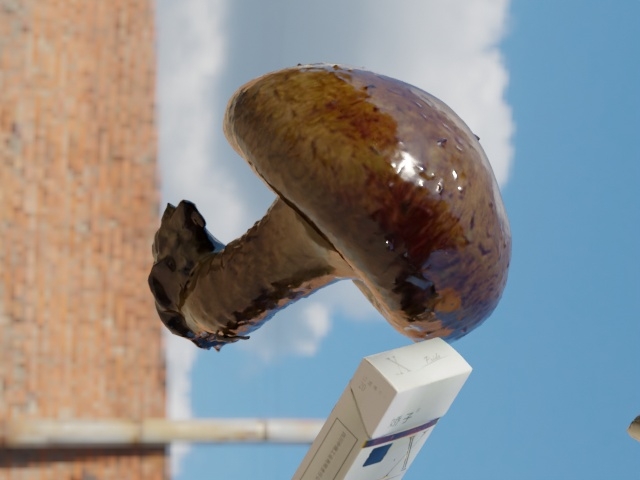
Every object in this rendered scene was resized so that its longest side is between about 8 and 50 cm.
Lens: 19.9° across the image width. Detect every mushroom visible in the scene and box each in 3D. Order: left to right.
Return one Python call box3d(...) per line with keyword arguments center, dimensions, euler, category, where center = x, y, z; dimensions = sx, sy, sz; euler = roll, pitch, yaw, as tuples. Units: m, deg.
box3d(center=(-0.002, -0.020, 1.841), dimensions=(0.334, 0.356, 0.331), euler=(-131, -161, -62), category="mushroom")

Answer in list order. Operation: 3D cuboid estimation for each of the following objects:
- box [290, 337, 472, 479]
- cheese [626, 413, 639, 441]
box3d(center=(0.030, 0.136, 1.198), dimensions=(0.040, 0.084, 0.154), euler=(46, -58, 28), category="box")
box3d(center=(0.428, 0.099, 1.531), dimensions=(0.085, 0.400, 0.034), euler=(31, -47, 50), category="cheese")
